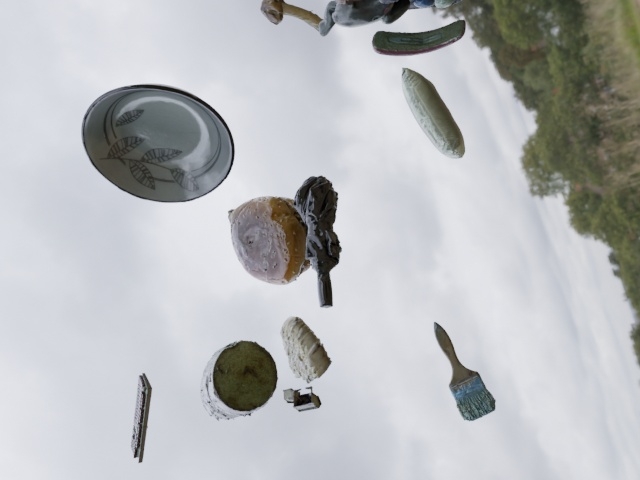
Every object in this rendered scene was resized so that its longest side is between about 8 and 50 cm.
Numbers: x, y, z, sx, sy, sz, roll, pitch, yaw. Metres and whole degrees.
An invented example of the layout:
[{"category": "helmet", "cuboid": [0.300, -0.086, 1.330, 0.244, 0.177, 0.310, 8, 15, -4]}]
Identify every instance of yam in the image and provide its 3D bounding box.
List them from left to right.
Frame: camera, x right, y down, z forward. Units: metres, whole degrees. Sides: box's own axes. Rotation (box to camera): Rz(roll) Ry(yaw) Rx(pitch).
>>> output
[{"category": "yam", "cuboid": [-0.162, 0.274, 1.288, 0.254, 0.154, 0.153, 123, 138, -68]}]

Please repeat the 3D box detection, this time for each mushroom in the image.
[{"category": "mushroom", "cuboid": [-0.050, -0.492, 1.454, 0.187, 0.060, 0.061, 10, -115, -36]}]

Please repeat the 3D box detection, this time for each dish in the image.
[{"category": "dish", "cuboid": [-0.335, -0.225, 1.387, 0.316, 0.317, 0.106, 51, -152, -39]}]

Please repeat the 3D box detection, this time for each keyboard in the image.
[{"category": "keyboard", "cuboid": [-0.330, 0.327, 1.196, 0.017, 0.055, 0.165, -1, -67, -31]}]

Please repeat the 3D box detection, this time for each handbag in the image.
[{"category": "handbag", "cuboid": [0.122, -0.387, 0.968, 0.325, 0.269, 0.118, -95, -7, -78]}]

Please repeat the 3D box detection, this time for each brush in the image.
[{"category": "brush", "cuboid": [0.257, 0.238, 1.225, 0.196, 0.070, 0.021, 65, -170, 23]}]

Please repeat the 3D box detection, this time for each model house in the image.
[{"category": "model house", "cuboid": [-0.046, 0.398, 1.634, 0.058, 0.083, 0.057, 50, -152, -52]}]

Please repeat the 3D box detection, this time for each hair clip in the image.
[{"category": "hair clip", "cuboid": [0.144, -0.297, 0.959, 0.022, 0.137, 0.054, 66, -156, -50]}]

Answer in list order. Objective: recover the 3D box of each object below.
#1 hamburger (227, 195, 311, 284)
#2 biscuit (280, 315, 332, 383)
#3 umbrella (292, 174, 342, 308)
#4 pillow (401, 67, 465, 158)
[{"category": "hamburger", "cuboid": [-0.133, -0.009, 1.786, 0.146, 0.243, 0.286, -12, -131, -45]}, {"category": "biscuit", "cuboid": [-0.045, 0.287, 1.757, 0.179, 0.084, 0.281, 66, 164, 1]}, {"category": "umbrella", "cuboid": [0.000, 0.000, 1.595, 0.118, 0.118, 0.339, 33, -132, -56]}, {"category": "pillow", "cuboid": [0.288, -0.321, 1.666, 0.144, 0.078, 0.254, -13, -107, -61]}]
